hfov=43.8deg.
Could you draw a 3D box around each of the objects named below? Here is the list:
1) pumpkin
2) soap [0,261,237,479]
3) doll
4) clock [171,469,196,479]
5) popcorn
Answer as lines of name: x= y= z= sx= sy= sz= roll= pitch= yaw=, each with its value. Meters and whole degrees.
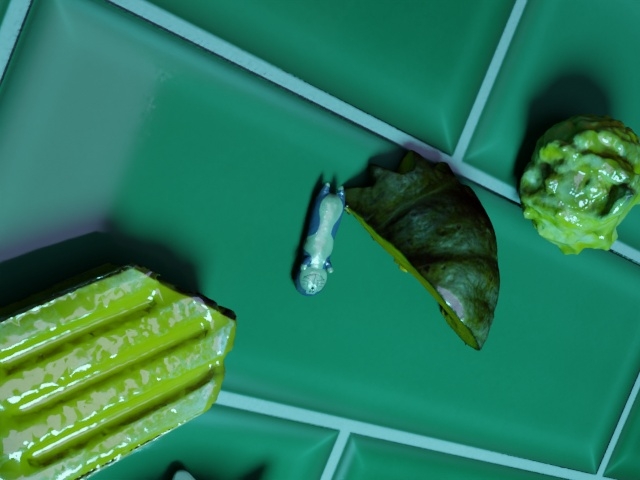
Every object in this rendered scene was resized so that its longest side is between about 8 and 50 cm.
pumpkin: x=0.155 y=0.010 z=0.878 sx=0.130 sy=0.149 sz=0.254 roll=-43 pitch=120 yaw=-4
soap: x=-0.198 y=0.112 z=0.713 sx=0.257 sy=0.080 sz=0.160 roll=-25 pitch=104 yaw=-31
doll: x=0.000 y=0.000 z=0.849 sx=0.037 sy=0.027 sz=0.125 roll=11 pitch=99 yaw=-20
clock: x=-0.123 y=0.406 z=0.794 sx=0.265 sy=0.108 sz=0.324 roll=17 pitch=76 yaw=-15
popcorn: x=0.321 y=-0.067 z=0.967 sx=0.173 sy=0.142 sz=0.173 roll=-14 pitch=107 yaw=-54
